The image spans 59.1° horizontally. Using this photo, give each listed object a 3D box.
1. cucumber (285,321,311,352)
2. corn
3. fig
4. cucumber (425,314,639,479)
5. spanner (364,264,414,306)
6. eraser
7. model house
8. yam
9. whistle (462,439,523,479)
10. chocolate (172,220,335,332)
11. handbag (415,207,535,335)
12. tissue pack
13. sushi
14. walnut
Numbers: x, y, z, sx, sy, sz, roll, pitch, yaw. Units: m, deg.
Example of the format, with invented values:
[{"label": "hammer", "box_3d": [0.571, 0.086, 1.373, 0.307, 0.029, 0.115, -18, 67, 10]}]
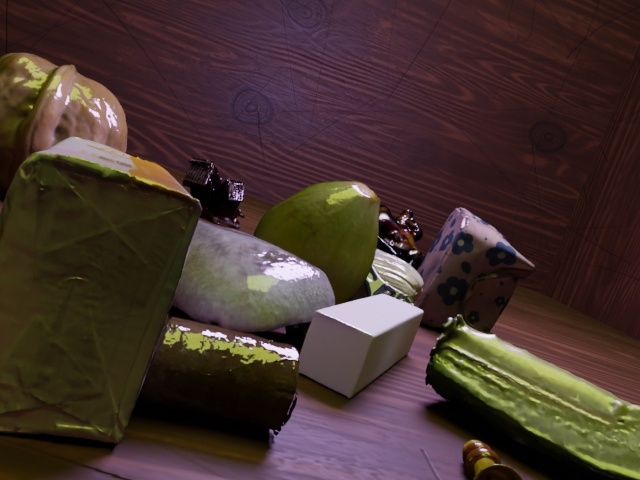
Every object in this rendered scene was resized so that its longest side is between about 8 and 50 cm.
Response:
[{"label": "cucumber", "box_3d": [-0.024, 0.120, 0.738, 0.048, 0.048, 0.105, 18, 10, -6]}, {"label": "corn", "box_3d": [0.050, 0.060, 1.111, 0.305, 0.124, 0.122, 20, 8, 17]}, {"label": "fig", "box_3d": [-0.005, 0.001, 0.961, 0.207, 0.230, 0.207, 24, -8, 4]}, {"label": "cucumber", "box_3d": [0.283, 0.210, 0.652, 0.325, 0.105, 0.145, 23, -19, 30]}, {"label": "spanner", "box_3d": [0.078, 0.033, 1.053, 0.087, 0.024, 0.316, -20, 55, -9]}, {"label": "eraser", "box_3d": [0.067, 0.130, 0.768, 0.076, 0.078, 0.298, 21, 6, 21]}, {"label": "model house", "box_3d": [-0.296, -0.138, 1.604, 0.203, 0.164, 0.141, 23, 12, 18]}, {"label": "yam", "box_3d": [-0.084, 0.111, 0.479, 0.127, 0.084, 0.084, 20, 6, -17]}, {"label": "whistle", "box_3d": [0.162, 0.212, 0.519, 0.057, 0.046, 0.109, 5, -2, 9]}, {"label": "chocolate", "box_3d": [-0.131, 0.033, 0.761, 0.303, 0.101, 0.185, 21, 15, 37]}, {"label": "handbag", "box_3d": [0.315, 0.083, 1.202, 0.193, 0.252, 0.190, 28, 12, -3]}, {"label": "tissue pack", "box_3d": [-0.191, 0.020, 0.458, 0.124, 0.185, 0.225, 16, 6, -22]}, {"label": "sushi", "box_3d": [0.170, 0.008, 1.512, 0.215, 0.213, 0.227, 24, 9, 35]}, {"label": "walnut", "box_3d": [-0.517, -0.204, 1.061, 0.296, 0.285, 0.285, 23, 4, -26]}]
